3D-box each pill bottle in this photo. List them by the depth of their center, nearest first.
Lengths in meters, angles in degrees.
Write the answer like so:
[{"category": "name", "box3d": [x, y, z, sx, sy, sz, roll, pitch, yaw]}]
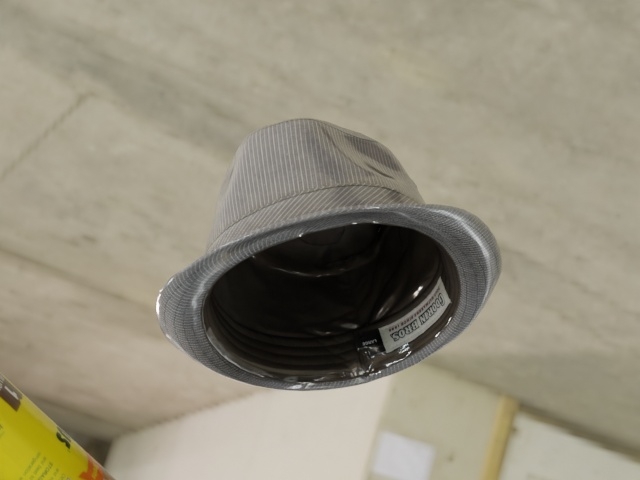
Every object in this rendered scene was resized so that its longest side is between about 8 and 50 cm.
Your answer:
[{"category": "pill bottle", "box3d": [-0.186, 0.181, 1.034, 0.215, 0.117, 0.117, 46, 152, -15]}]

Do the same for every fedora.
[{"category": "fedora", "box3d": [0.000, 0.000, 1.166, 0.243, 0.124, 0.275, -20, 149, 13]}]
